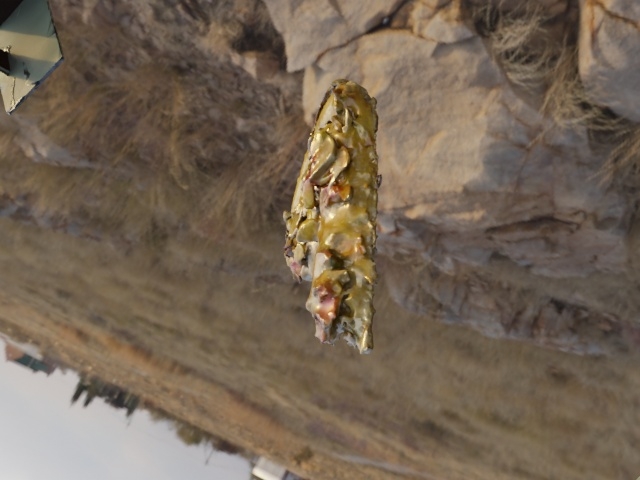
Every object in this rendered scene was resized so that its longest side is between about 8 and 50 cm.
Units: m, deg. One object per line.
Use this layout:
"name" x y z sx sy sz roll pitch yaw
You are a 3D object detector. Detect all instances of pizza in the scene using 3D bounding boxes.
"pizza" 0.000 0.000 0.755 0.074 0.288 0.251 7 158 -11

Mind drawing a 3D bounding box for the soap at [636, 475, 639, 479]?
"soap" 0.245 0.259 0.520 0.063 0.115 0.198 -25 162 22

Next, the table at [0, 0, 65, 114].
"table" -0.239 -0.173 0.388 0.146 0.062 0.175 27 -150 -53
